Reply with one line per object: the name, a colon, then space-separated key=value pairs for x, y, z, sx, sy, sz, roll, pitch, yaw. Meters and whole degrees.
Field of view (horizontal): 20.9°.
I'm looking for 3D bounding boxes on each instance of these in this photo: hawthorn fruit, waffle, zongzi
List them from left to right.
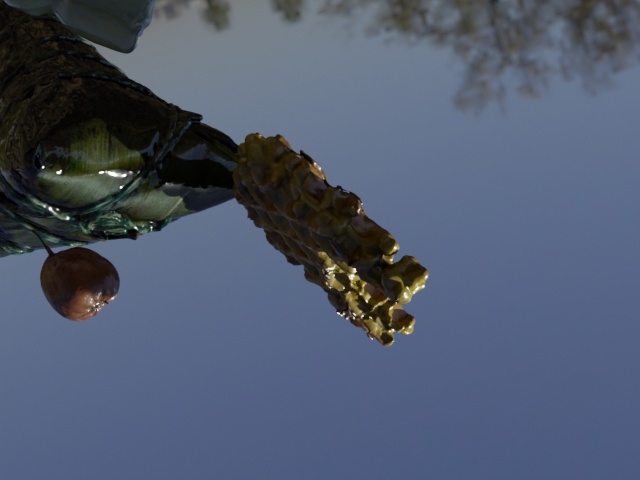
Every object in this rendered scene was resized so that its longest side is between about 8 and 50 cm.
zongzi: x=-0.300 y=-0.160 z=1.975 sx=0.383 sy=0.362 sz=0.319 roll=-7 pitch=171 yaw=43
hawthorn fruit: x=-0.230 y=0.024 z=1.573 sx=0.067 sy=0.103 sz=0.067 roll=-42 pitch=170 yaw=-9
waffle: x=0.000 y=0.000 z=1.821 sx=0.069 sy=0.260 sz=0.293 roll=-45 pitch=167 yaw=-13

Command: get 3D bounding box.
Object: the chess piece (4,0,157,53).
chess piece: x=-0.348 y=-0.327 z=1.597 sx=0.442 sy=0.234 sz=0.234 roll=20 pitch=-173 yaw=-10
